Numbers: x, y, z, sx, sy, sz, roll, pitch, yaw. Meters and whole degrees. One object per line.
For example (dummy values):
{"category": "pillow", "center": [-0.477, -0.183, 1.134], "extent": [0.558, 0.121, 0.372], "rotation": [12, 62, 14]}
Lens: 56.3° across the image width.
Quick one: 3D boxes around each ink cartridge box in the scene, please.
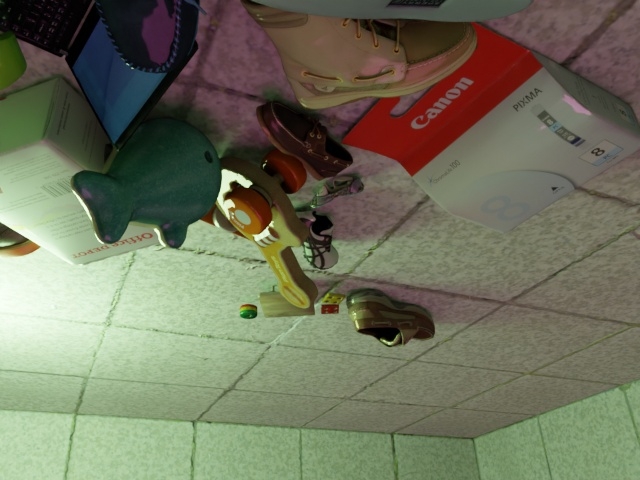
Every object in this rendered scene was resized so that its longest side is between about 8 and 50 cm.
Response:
{"category": "ink cartridge box", "center": [-0.417, -0.096, 0.985], "extent": [0.226, 0.131, 0.306], "rotation": [-14, 150, 17]}
{"category": "ink cartridge box", "center": [0.274, -0.159, 0.975], "extent": [0.384, 0.091, 0.308], "rotation": [14, 146, -29]}

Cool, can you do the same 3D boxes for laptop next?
{"category": "laptop", "center": [-0.311, -0.261, 0.703], "extent": [0.264, 0.137, 0.234], "rotation": [20, 142, -34]}

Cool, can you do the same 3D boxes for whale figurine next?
{"category": "whale figurine", "center": [-0.243, -0.091, 0.888], "extent": [0.141, 0.272, 0.216], "rotation": [-17, 103, 21]}

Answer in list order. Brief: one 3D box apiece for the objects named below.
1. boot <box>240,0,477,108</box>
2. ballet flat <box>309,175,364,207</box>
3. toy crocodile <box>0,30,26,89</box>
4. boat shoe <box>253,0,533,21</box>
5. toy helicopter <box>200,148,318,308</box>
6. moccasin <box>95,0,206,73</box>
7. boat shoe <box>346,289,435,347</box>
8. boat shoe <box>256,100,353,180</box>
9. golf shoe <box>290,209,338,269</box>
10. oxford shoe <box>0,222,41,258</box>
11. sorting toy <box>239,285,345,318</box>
{"category": "boot", "center": [0.052, -0.276, 0.752], "extent": [0.261, 0.095, 0.203], "rotation": [-8, 149, 20]}
{"category": "ballet flat", "center": [0.025, -0.096, 1.121], "extent": [0.114, 0.041, 0.041], "rotation": [-17, 147, 23]}
{"category": "toy crocodile", "center": [-0.524, -0.223, 0.756], "extent": [0.340, 0.105, 0.115], "rotation": [2, 131, 26]}
{"category": "boat shoe", "center": [0.066, -0.329, 0.620], "extent": [0.366, 0.157, 0.136], "rotation": [-5, 180, -20]}
{"category": "toy helicopter", "center": [-0.109, -0.003, 1.119], "extent": [0.234, 0.140, 0.355], "rotation": [6, 136, 37]}
{"category": "moccasin", "center": [-0.193, -0.311, 0.537], "extent": [0.137, 0.117, 0.342], "rotation": [-2, 126, 5]}
{"category": "boat shoe", "center": [0.192, 0.234, 1.615], "extent": [0.324, 0.117, 0.123], "rotation": [22, 142, -36]}
{"category": "boat shoe", "center": [-0.020, -0.166, 0.960], "extent": [0.073, 0.073, 0.207], "rotation": [-18, 154, 26]}
{"category": "golf shoe", "center": [0.000, 0.000, 1.239], "extent": [0.093, 0.077, 0.198], "rotation": [-19, 147, 26]}
{"category": "oxford shoe", "center": [-0.676, -0.015, 1.165], "extent": [0.271, 0.097, 0.098], "rotation": [-11, 129, 6]}
{"category": "sorting toy", "center": [-0.074, 0.146, 1.512], "extent": [0.274, 0.046, 0.132], "rotation": [-3, 150, 1]}
